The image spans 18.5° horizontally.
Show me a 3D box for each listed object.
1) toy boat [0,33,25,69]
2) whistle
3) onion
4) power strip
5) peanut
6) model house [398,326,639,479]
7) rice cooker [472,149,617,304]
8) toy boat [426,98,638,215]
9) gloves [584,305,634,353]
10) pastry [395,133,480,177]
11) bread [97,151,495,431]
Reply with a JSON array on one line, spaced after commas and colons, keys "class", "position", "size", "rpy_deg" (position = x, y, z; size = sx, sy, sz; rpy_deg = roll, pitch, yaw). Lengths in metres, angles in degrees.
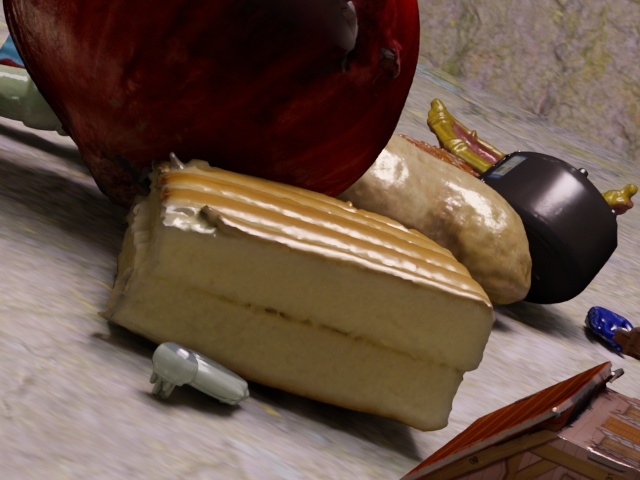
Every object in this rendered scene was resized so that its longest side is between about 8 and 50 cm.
[{"class": "toy boat", "position": [-0.135, -0.118, 1.944], "size": [0.392, 0.079, 0.136], "rpy_deg": [22, 12, 6]}, {"class": "whistle", "position": [-0.204, -0.120, 1.735], "size": [0.258, 0.067, 0.126], "rpy_deg": [9, -29, -11]}, {"class": "onion", "position": [-0.070, -0.173, 1.552], "size": [0.341, 0.341, 0.341], "rpy_deg": [22, 11, -5]}, {"class": "power strip", "position": [-0.078, 0.087, 1.219], "size": [0.055, 0.035, 0.083], "rpy_deg": [30, 0, 31]}, {"class": "peanut", "position": [0.080, -0.021, 1.796], "size": [0.253, 0.122, 0.137], "rpy_deg": [26, 20, -6]}, {"class": "model house", "position": [0.142, 0.117, 1.062], "size": [0.154, 0.207, 0.294], "rpy_deg": [23, 10, 13]}, {"class": "rice cooker", "position": [0.204, -0.014, 1.911], "size": [0.142, 0.118, 0.203], "rpy_deg": [52, -13, -22]}, {"class": "toy boat", "position": [0.248, -0.079, 2.451], "size": [0.318, 0.099, 0.141], "rpy_deg": [28, 8, 35]}, {"class": "gloves", "position": [0.290, 0.090, 1.922], "size": [0.064, 0.026, 0.086], "rpy_deg": [24, 11, -9]}, {"class": "pastry", "position": [0.119, -0.081, 2.298], "size": [0.087, 0.063, 0.169], "rpy_deg": [40, 13, 28]}, {"class": "bread", "position": [-0.026, 0.028, 1.373], "size": [0.246, 0.111, 0.239], "rpy_deg": [18, 9, -10]}]
